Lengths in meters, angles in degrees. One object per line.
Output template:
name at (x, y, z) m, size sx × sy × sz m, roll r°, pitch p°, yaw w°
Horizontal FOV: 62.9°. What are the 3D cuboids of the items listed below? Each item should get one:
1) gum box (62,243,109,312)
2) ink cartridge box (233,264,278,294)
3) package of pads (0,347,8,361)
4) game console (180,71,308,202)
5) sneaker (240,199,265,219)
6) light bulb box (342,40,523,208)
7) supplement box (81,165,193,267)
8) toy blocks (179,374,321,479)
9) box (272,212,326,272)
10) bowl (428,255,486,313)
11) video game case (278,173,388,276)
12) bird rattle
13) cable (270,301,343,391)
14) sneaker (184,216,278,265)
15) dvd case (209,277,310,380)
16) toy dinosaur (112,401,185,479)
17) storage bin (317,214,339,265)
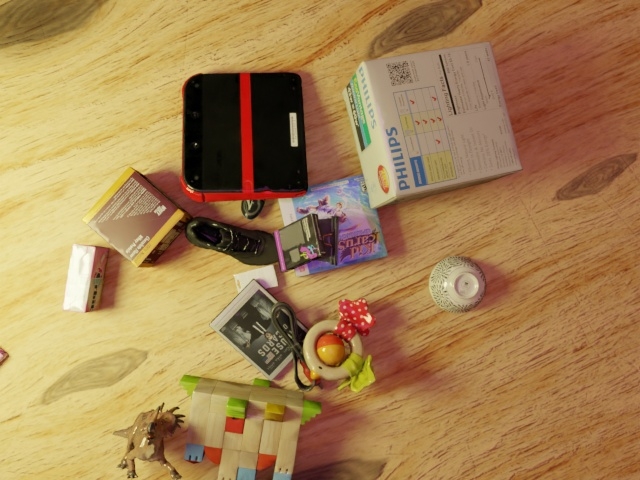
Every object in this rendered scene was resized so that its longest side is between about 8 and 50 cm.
gum box at (-0.637, 0.107, 1.425) m, size 0.062 × 0.107 × 0.188 m, roll 8°, pitch 87°, yaw -2°
ink cartridge box at (-0.182, 0.112, 1.487) m, size 0.115 × 0.029 × 0.062 m, roll -14°, pitch 89°, yaw -2°
package of pads at (-0.911, 0.330, 1.439) m, size 0.050 × 0.032 × 0.083 m, roll 42°, pitch 86°, yaw -2°
game console at (-0.214, -0.294, 1.453) m, size 0.342 × 0.060 × 0.386 m, roll -2°, pitch 73°, yaw -7°
sneaker at (-0.172, -0.149, 1.474) m, size 0.067 × 0.078 × 0.188 m, roll 27°, pitch 87°, yaw -1°
light bulb box at (0.288, -0.300, 1.405) m, size 0.361 × 0.225 × 0.357 m, roll -13°, pitch 87°, yaw -12°
supplement box at (-0.492, -0.058, 1.429) m, size 0.194 × 0.129 × 0.191 m, roll 40°, pitch 86°, yaw 0°
toy blocks at (-0.207, 0.529, 1.409) m, size 0.382 × 0.191 × 0.260 m, roll 9°, pitch 98°, yaw -2°
box at (-0.058, 0.009, 1.389) m, size 0.029 × 0.162 × 0.116 m, roll 2°, pitch 71°, yaw -44°
bowl at (0.401, 0.126, 1.489) m, size 0.170 × 0.080 × 0.170 m, roll 0°, pitch 87°, yaw -2°
video game case at (0.033, -0.042, 1.488) m, size 0.270 × 0.061 × 0.244 m, roll -13°, pitch 89°, yaw -4°
bird rattle at (0.057, 0.280, 1.401) m, size 0.207 × 0.143 × 0.253 m, roll -2°, pitch 73°, yaw -17°
cable at (-0.058, 0.301, 1.454) m, size 0.139 × 0.072 × 0.287 m, roll -40°, pitch 95°, yaw 3°
sneaker at (-0.232, 0.008, 1.432) m, size 0.287 × 0.130 × 0.108 m, roll 12°, pitch 88°, yaw -11°
dvd case at (-0.163, 0.250, 1.465) m, size 0.239 × 0.029 × 0.179 m, roll 44°, pitch 87°, yaw -8°
toy dinosaur at (-0.448, 0.502, 1.374) m, size 0.127 × 0.296 × 0.200 m, roll 6°, pitch 89°, yaw -38°
storage bin at (0.000, 0.000, 1.412) m, size 0.091 × 0.098 × 0.135 m, roll 0°, pitch 88°, yaw 7°
